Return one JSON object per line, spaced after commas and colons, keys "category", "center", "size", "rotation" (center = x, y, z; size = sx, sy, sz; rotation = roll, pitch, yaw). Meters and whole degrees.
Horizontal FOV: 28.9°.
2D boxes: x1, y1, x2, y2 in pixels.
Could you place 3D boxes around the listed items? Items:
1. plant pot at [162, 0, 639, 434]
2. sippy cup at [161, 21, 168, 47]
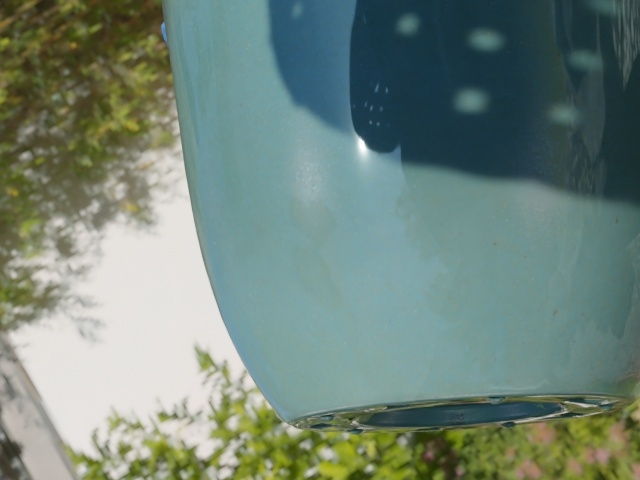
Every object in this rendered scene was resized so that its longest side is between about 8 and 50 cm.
{"category": "plant pot", "center": [0.064, -0.020, 0.665], "size": [0.293, 0.293, 0.235], "rotation": [84, -176, -77]}
{"category": "sippy cup", "center": [-0.014, -0.197, 1.150], "size": [0.224, 0.240, 0.305], "rotation": [28, -162, 11]}
